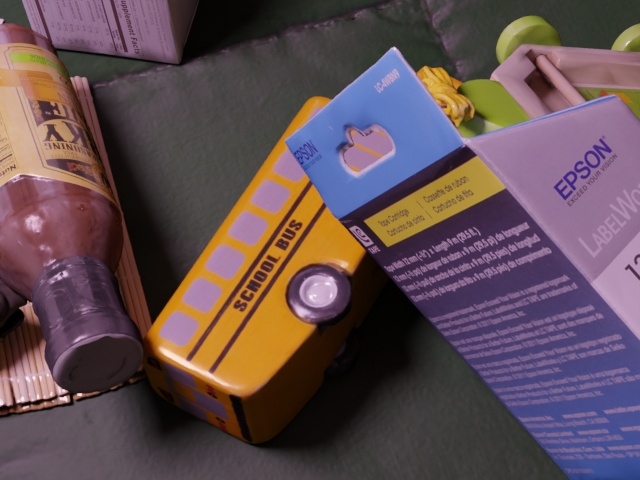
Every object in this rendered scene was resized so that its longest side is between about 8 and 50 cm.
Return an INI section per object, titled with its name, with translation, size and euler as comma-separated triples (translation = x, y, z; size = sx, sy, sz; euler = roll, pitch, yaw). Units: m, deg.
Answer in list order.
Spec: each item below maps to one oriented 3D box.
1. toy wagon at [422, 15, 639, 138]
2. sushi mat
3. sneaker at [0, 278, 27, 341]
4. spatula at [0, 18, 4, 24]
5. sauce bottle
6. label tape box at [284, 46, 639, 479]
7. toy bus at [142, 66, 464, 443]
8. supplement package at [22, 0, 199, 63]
[toy wagon]
translation = 0.233, -0.091, 1.076
size = 0.345, 0.068, 0.267
euler = 0, 35, -22
[sushi mat]
translation = -0.243, -0.003, 1.163
size = 0.151, 0.019, 0.316
euler = -15, 60, -7
[sneaker]
translation = -0.304, 0.094, 1.053
size = 0.130, 0.087, 0.227
euler = -17, 52, 24
[spatula]
translation = -0.403, -0.145, 1.214
size = 0.168, 0.019, 0.242
euler = 10, 41, 3
[sauce bottle]
translation = -0.220, -0.030, 1.082
size = 0.111, 0.111, 0.344
euler = -21, 54, -8
[label tape box]
translation = 0.152, 0.007, 0.926
size = 0.115, 0.249, 0.347
euler = -42, 94, -20
[toy bus]
translation = 0.000, 0.000, 1.096
size = 0.130, 0.108, 0.332
euler = 24, 65, 18
[supplement package]
translation = -0.177, -0.333, 1.242
size = 0.145, 0.204, 0.261
euler = 8, 60, 7
